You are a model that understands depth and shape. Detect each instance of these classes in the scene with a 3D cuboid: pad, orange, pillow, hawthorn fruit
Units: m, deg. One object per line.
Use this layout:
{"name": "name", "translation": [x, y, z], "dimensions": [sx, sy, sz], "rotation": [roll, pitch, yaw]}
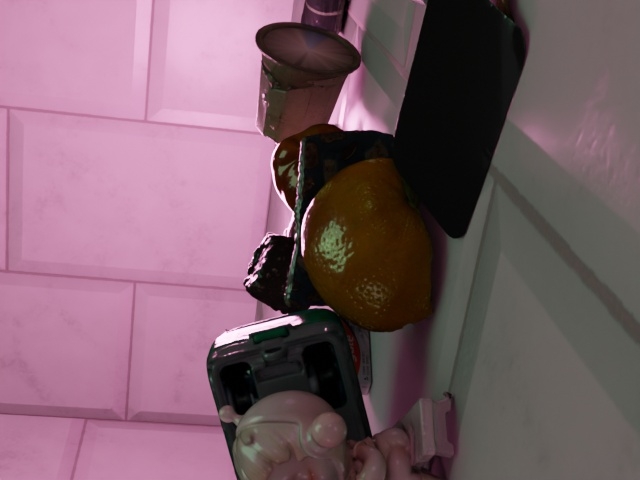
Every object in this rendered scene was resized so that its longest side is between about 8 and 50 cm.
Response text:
{"name": "pad", "translation": [0.142, -0.147, 0.988], "dimensions": [0.181, 0.004, 0.267], "rotation": [-122, 33, -40]}
{"name": "orange", "translation": [0.060, -0.005, 1.152], "dimensions": [0.179, 0.158, 0.237], "rotation": [-53, 28, 44]}
{"name": "pillow", "translation": [0.037, -0.031, 1.286], "dimensions": [0.034, 0.189, 0.255], "rotation": [18, 108, 50]}
{"name": "hawthorn fruit", "translation": [-0.002, -0.119, 1.605], "dimensions": [0.189, 0.189, 0.189], "rotation": [-175, 90, -82]}
{"name": "pillow", "translation": [0.015, -0.559, 2.008], "dimensions": [0.161, 0.092, 0.335], "rotation": [-88, 9, -45]}

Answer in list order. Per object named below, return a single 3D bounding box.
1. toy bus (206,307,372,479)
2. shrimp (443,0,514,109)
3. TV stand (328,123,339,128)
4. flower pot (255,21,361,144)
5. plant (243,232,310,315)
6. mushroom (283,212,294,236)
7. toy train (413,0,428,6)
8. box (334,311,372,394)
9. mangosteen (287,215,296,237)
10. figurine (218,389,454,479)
{"name": "toy bus", "translation": [-0.025, 0.261, 1.185], "dimensions": [0.199, 0.183, 0.343], "rotation": [-103, 0, -80]}
{"name": "shrimp", "translation": [0.172, -0.205, 0.958], "dimensions": [0.124, 0.034, 0.178], "rotation": [-131, 49, -69]}
{"name": "TV stand", "translation": [0.021, -0.217, 1.915], "dimensions": [0.256, 0.049, 0.040], "rotation": [-116, 33, -75]}
{"name": "flower pot", "translation": [-0.048, -0.301, 1.793], "dimensions": [0.212, 0.212, 0.202], "rotation": [-97, 21, -54]}
{"name": "plant", "translation": [-0.029, 0.072, 1.617], "dimensions": [0.142, 0.203, 0.131], "rotation": [-83, 18, -54]}
{"name": "mushroom", "translation": [-0.032, -0.017, 2.033], "dimensions": [0.099, 0.096, 0.278], "rotation": [47, 140, 37]}
{"name": "toy train", "translation": [0.135, -0.347, 1.221], "dimensions": [0.252, 0.048, 0.055], "rotation": [-109, 27, -70]}
{"name": "box", "translation": [0.051, 0.146, 1.479], "dimensions": [0.039, 0.055, 0.218], "rotation": [104, 169, -54]}
{"name": "mangosteen", "translation": [0.000, 0.000, 1.727], "dimensions": [0.140, 0.140, 0.140], "rotation": [-175, 90, -82]}
{"name": "figurine", "translation": [0.012, 0.230, 1.008], "dimensions": [0.182, 0.256, 0.144], "rotation": [131, 145, -79]}
